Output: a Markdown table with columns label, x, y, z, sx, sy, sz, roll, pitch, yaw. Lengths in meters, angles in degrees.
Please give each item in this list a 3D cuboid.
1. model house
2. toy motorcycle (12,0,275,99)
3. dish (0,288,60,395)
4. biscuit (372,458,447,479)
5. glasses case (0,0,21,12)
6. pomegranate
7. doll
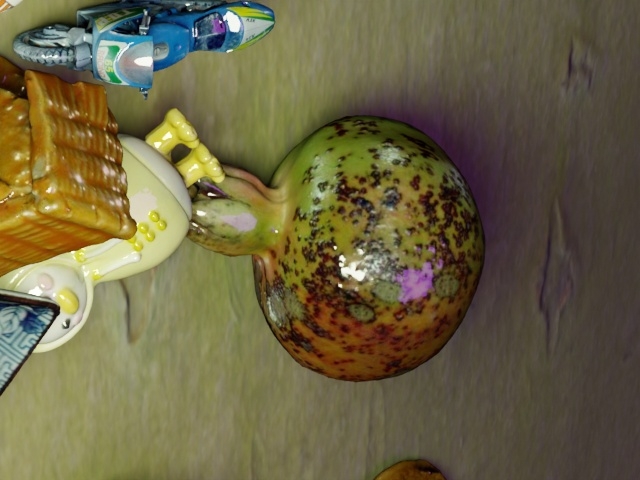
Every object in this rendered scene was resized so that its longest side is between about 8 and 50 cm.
| label | x | y | z | sx | sy | sz | roll | pitch | yaw |
| --- | --- | --- | --- | --- | --- | --- | --- | --- | --- |
| model house | -0.288 | -0.071 | 1.615 | 0.219 | 0.229 | 0.199 | -61 | 148 | -9 |
| toy motorcycle | -0.158 | -0.191 | 1.774 | 0.254 | 0.135 | 0.092 | -21 | 123 | -43 |
| dish | -0.372 | 0.089 | 1.688 | 0.182 | 0.080 | 0.243 | -53 | 148 | 13 |
| biscuit | 0.093 | 0.377 | 2.438 | 0.212 | 0.036 | 0.212 | -23 | 124 | -41 |
| glasses case | -0.237 | -0.314 | 1.676 | 0.267 | 0.067 | 0.103 | -53 | 138 | -18 |
| pomegranate | 0.000 | 0.000 | 1.995 | 0.340 | 0.285 | 0.285 | 13 | 99 | -20 |
| doll | -0.215 | 0.004 | 1.820 | 0.296 | 0.117 | 0.141 | -53 | 137 | -17 |
